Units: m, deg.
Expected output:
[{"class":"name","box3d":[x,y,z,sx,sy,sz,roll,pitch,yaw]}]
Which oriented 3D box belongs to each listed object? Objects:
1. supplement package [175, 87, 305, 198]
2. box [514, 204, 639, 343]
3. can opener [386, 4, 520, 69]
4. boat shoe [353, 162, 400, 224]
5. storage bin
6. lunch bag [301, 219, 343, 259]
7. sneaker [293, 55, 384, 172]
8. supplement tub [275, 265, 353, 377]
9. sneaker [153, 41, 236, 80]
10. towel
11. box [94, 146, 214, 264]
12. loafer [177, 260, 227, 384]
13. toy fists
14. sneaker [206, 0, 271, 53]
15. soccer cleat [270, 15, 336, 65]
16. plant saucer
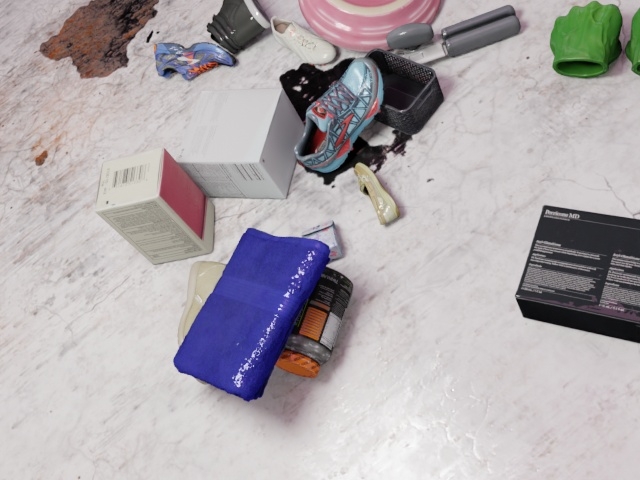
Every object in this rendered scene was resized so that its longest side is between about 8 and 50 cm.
[{"class":"supplement package","box3d":[-0.168,-0.208,1.715,0.203,0.149,0.194,3,63,24]},{"class":"box","box3d":[0.481,0.058,1.318,0.261,0.103,0.184,12,70,28]},{"class":"can opener","box3d":[0.285,-0.440,1.707,0.281,0.093,0.074,-15,56,9]},{"class":"boat shoe","box3d":[0.103,-0.095,1.596,0.048,0.056,0.153,-32,61,-3]},{"class":"storage bin","box3d":[0.156,-0.317,1.686,0.180,0.084,0.122,30,76,34]},{"class":"lunch bag","box3d":[0.000,0.000,1.584,0.071,0.053,0.083,-18,47,10]},{"class":"sneaker","box3d":[0.034,-0.254,1.615,0.104,0.125,0.261,38,111,30]},{"class":"supplement tub","box3d":[-0.019,0.148,1.463,0.117,0.117,0.190,9,65,27]},{"class":"sneaker","box3d":[-0.310,-0.438,1.965,0.221,0.083,0.087,4,88,20]},{"class":"towel","box3d":[-0.119,0.128,1.426,0.228,0.076,0.308,11,66,47]},{"class":"box","box3d":[-0.337,-0.067,1.651,0.149,0.232,0.126,-11,57,16]},{"class":"loafer","box3d":[-0.212,0.148,1.553,0.092,0.102,0.268,-16,55,20]},{"class":"toy fists","box3d":[0.591,-0.389,1.544,0.279,0.096,0.142,7,74,24]},{"class":"sneaker","box3d":[-0.231,-0.578,1.992,0.147,0.104,0.295,-37,46,13]},{"class":"soccer cleat","box3d":[-0.046,-0.469,1.864,0.196,0.076,0.068,33,78,34]},{"class":"plant saucer","box3d":[0.111,-0.587,1.804,0.333,0.084,0.331,-1,68,3]}]
